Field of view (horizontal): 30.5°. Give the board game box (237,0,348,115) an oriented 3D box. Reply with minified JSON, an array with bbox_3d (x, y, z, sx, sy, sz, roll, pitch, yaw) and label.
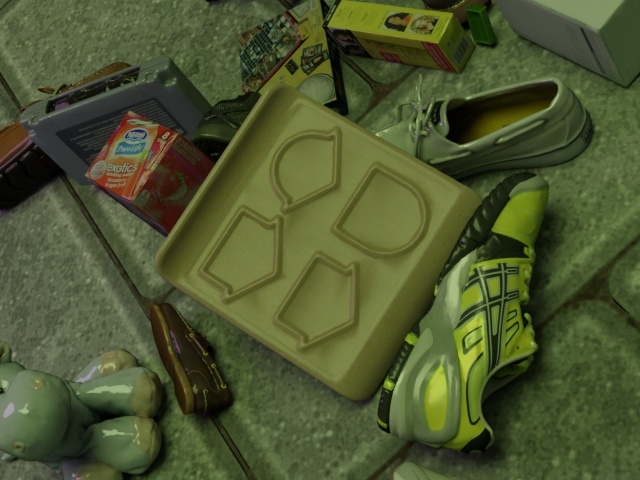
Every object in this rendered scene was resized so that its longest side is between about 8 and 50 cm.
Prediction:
[{"bbox_3d":[-0.049,-0.274,1.914,0.165,0.042,0.243,-22,51,19],"label":"board game box"}]

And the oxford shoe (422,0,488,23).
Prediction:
[{"bbox_3d":[0.211,-0.528,1.840,0.141,0.146,0.396,-14,52,29],"label":"oxford shoe"}]

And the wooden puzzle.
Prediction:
[{"bbox_3d":[0.000,0.000,1.598,0.348,0.080,0.322,32,84,11],"label":"wooden puzzle"}]

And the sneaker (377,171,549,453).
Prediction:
[{"bbox_3d":[0.210,0.092,1.461,0.147,0.145,0.384,24,73,14],"label":"sneaker"}]

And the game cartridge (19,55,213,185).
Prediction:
[{"bbox_3d":[-0.317,-0.186,1.924,0.297,0.198,0.062,-16,54,23],"label":"game cartridge"}]

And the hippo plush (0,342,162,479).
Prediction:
[{"bbox_3d":[-0.382,0.224,1.666,0.294,0.236,0.234,19,72,40],"label":"hippo plush"}]

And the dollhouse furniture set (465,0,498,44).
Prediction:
[{"bbox_3d":[0.289,-0.360,1.764,0.152,0.058,0.076,-40,36,-23],"label":"dollhouse furniture set"}]

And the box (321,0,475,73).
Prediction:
[{"bbox_3d":[0.118,-0.316,1.805,0.232,0.087,0.058,17,73,38],"label":"box"}]

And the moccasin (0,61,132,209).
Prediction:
[{"bbox_3d":[-0.479,-0.204,2.099,0.380,0.139,0.147,-35,56,21],"label":"moccasin"}]

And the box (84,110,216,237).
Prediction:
[{"bbox_3d":[-0.202,-0.064,1.727,0.128,0.257,0.122,27,80,42],"label":"box"}]

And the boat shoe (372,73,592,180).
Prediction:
[{"bbox_3d":[0.173,-0.155,1.610,0.367,0.156,0.135,-7,57,29],"label":"boat shoe"}]

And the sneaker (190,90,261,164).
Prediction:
[{"bbox_3d":[-0.072,-0.161,1.783,0.228,0.087,0.130,12,51,6],"label":"sneaker"}]

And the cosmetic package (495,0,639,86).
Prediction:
[{"bbox_3d":[0.393,-0.368,1.622,0.224,0.138,0.225,-48,48,-3],"label":"cosmetic package"}]

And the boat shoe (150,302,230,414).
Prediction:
[{"bbox_3d":[-0.191,0.168,1.701,0.073,0.073,0.207,-11,48,-21],"label":"boat shoe"}]

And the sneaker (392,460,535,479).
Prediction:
[{"bbox_3d":[0.204,0.310,1.333,0.262,0.099,0.121,28,71,34],"label":"sneaker"}]
